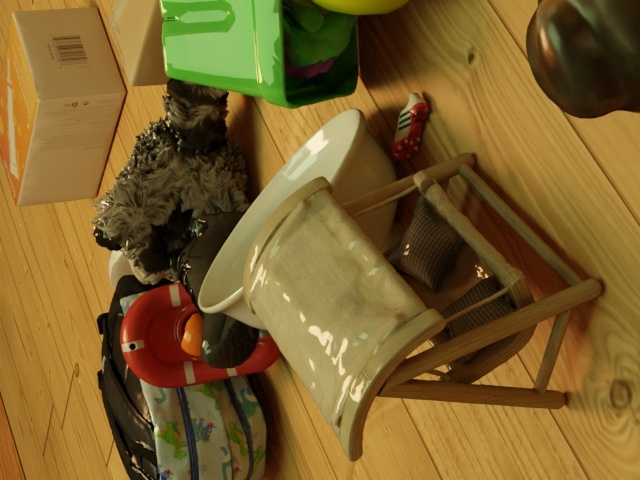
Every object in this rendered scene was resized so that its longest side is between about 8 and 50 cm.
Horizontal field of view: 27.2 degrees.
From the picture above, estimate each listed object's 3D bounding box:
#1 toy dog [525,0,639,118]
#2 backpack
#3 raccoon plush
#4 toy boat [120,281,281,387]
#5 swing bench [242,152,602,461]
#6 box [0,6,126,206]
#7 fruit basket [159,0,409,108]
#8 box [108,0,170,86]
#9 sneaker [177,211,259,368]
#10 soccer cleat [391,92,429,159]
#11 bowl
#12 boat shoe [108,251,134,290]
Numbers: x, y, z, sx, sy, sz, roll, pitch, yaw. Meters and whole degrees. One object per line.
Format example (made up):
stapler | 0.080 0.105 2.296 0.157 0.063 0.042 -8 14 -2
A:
toy dog | 0.196 -0.281 0.949 0.407 0.285 0.395 68 152 22
backpack | -0.222 0.260 2.050 0.355 0.273 0.290 -101 16 -64
raccoon plush | -0.200 -0.130 2.017 0.446 0.216 0.299 -61 20 8
toy boat | -0.169 0.129 1.862 0.151 0.231 0.151 -5 -97 -89
swing bench | 0.087 0.054 1.297 0.253 0.255 0.165 51 141 46
box | -0.511 -0.253 2.544 0.215 0.168 0.345 68 151 27
fruit basket | 0.006 -0.332 1.435 0.392 0.283 0.392 4 102 20
box | -0.213 -0.380 1.942 0.148 0.121 0.311 68 151 28
sneaker | -0.138 0.064 1.790 0.286 0.130 0.109 -79 -8 -51
soccer cleat | 0.099 -0.128 1.484 0.035 0.029 0.083 -111 30 -43
bowl | 0.000 0.000 1.535 0.298 0.134 0.298 -48 14 17
boat shoe | -0.310 -0.038 2.267 0.301 0.108 0.102 108 147 -42
